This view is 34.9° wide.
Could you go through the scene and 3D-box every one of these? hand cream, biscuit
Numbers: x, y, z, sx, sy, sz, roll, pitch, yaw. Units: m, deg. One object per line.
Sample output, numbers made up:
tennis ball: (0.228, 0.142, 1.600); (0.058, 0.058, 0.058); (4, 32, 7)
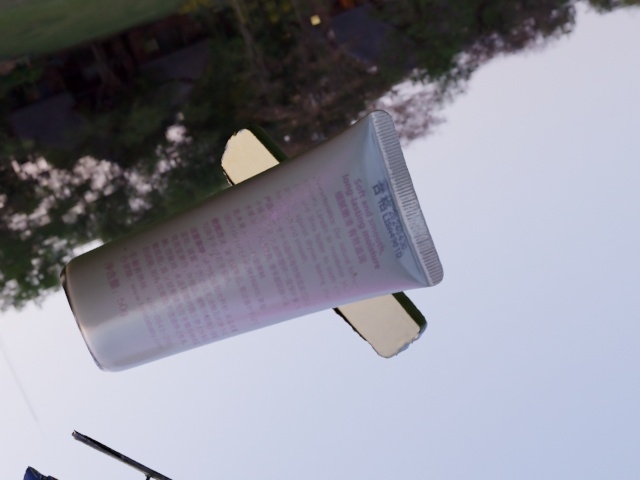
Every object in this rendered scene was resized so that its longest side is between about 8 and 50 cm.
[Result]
hand cream: (-0.072, 0.016, 0.995); (0.358, 0.186, 0.118); (-20, -169, -1)
biscuit: (0.000, 0.000, 1.191); (0.038, 0.322, 0.099); (-33, 169, -43)

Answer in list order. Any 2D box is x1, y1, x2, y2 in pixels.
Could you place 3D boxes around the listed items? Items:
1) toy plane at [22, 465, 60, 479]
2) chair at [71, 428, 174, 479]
toy plane: (-0.284, 0.318, 1.136); (0.062, 0.167, 0.054); (-24, -162, 0)
chair: (-0.149, 0.321, 1.050); (0.160, 0.325, 0.170); (-43, -145, 27)
